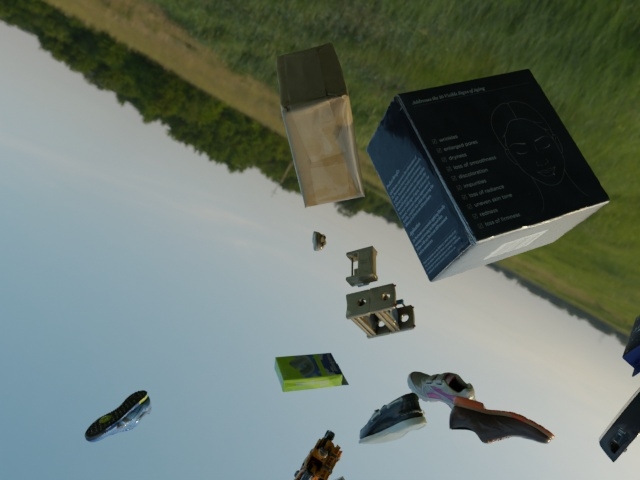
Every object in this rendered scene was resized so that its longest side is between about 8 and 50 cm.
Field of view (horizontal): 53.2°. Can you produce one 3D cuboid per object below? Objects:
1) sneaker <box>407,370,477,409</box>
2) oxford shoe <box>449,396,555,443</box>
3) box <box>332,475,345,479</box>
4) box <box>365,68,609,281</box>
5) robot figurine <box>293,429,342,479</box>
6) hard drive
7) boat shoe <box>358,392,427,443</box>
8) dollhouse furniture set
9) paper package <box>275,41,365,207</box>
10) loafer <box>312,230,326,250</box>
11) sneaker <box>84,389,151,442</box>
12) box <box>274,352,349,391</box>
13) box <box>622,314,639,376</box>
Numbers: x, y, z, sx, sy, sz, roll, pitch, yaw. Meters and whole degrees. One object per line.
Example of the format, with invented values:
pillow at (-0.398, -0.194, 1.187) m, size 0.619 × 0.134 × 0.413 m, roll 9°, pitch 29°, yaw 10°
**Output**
sneaker at (0.406, 0.477, 2.109) m, size 0.252 × 0.111 × 0.103 m, roll 15°, pitch -149°, yaw 30°
oxford shoe at (0.470, 0.495, 1.674) m, size 0.272 × 0.098 × 0.097 m, roll 10°, pitch 159°, yaw 34°
box at (-0.002, 0.960, 2.059) m, size 0.073 × 0.296 × 0.293 m, roll 49°, pitch -163°, yaw -78°
box at (0.464, -0.195, 1.846) m, size 0.471 × 0.480 × 0.297 m, roll 68°, pitch 157°, yaw 17°
robot figurine at (-0.022, 0.656, 1.793) m, size 0.085 × 0.291 × 0.211 m, roll 32°, pitch -134°, yaw 7°
hard drive at (0.680, 0.352, 1.348) m, size 0.054 × 0.254 × 0.172 m, roll 40°, pitch -176°, yaw 26°
boat shoe at (0.194, 0.502, 1.779) m, size 0.114 × 0.302 × 0.091 m, roll 6°, pitch -120°, yaw -30°
dollhouse furniture set at (0.148, 0.122, 1.573) m, size 0.129 × 0.183 × 0.129 m, roll -16°, pitch 142°, yaw 24°
paper package at (-0.002, -0.302, 1.681) m, size 0.309 × 0.168 × 0.324 m, roll -99°, pitch -4°, yaw -48°
loafer at (0.000, 0.000, 1.735) m, size 0.039 × 0.045 × 0.125 m, roll 6°, pitch -166°, yaw -5°
sneaker at (-0.523, 0.481, 1.683) m, size 0.069 × 0.082 × 0.209 m, roll 1°, pitch -160°, yaw 31°
box at (-0.023, 0.344, 1.677) m, size 0.178 × 0.042 × 0.109 m, roll -2°, pitch -157°, yaw -16°
box at (0.668, 0.170, 1.256) m, size 0.036 × 0.136 × 0.225 m, roll 44°, pitch -142°, yaw 10°
